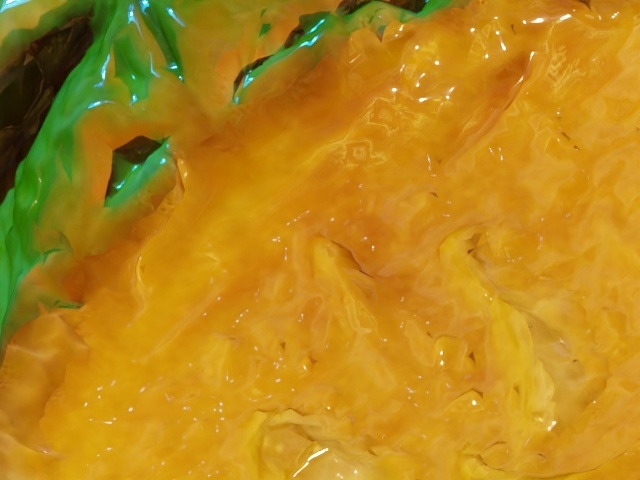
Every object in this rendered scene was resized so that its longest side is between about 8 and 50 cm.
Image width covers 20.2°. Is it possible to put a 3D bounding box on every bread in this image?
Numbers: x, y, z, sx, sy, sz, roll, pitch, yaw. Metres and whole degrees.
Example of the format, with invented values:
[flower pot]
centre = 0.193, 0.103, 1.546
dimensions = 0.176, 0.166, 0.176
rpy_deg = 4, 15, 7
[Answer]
[bread]
centre = 0.001, 0.002, 0.399
dimensions = 0.236, 0.198, 0.120
rpy_deg = -36, 46, 7
